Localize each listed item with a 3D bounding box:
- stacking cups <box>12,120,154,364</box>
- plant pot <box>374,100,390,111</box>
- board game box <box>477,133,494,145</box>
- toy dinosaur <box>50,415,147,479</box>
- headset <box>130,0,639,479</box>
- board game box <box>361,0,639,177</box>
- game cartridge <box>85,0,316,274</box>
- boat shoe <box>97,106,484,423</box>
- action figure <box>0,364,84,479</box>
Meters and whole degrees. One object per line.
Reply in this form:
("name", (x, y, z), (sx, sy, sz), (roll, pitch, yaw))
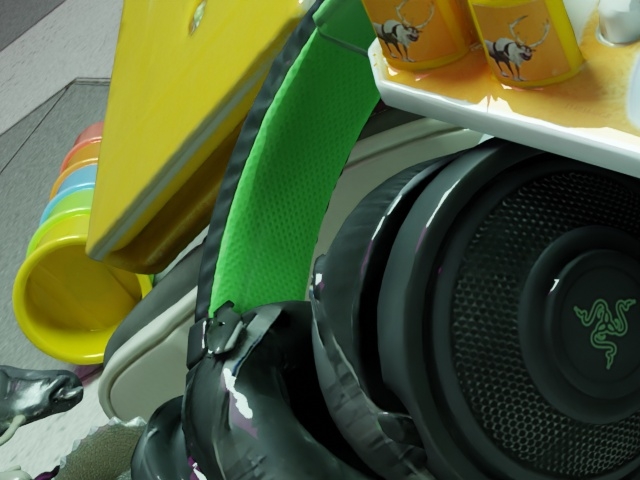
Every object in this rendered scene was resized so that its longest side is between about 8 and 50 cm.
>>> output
("stacking cups", (-0.170, -0.011, 1.463), (0.096, 0.096, 0.316), (-42, 17, 10))
("plant pot", (0.068, -0.131, 1.082), (0.180, 0.201, 0.201), (-56, 15, 19))
("board game box", (0.190, -0.083, 0.840), (0.224, 0.097, 0.303), (-17, 35, 53))
("toy dinosaur", (-0.064, 0.146, 0.867), (0.313, 0.121, 0.160), (-16, 48, 63))
("headset", (0.011, 0.053, 0.691), (0.243, 0.185, 0.394), (-41, 42, 44))
("board game box", (0.260, -0.153, 0.604), (0.390, 0.050, 0.390), (19, 60, 37))
("game cartridge", (-0.037, -0.178, 1.062), (0.285, 0.053, 0.323), (-42, 35, 54))
("boat shoe", (0.000, 0.000, 1.046), (0.335, 0.112, 0.095), (-36, 25, 36))
("action figure", (-0.186, 0.174, 1.017), (0.141, 0.164, 0.275), (-30, 13, 19))
